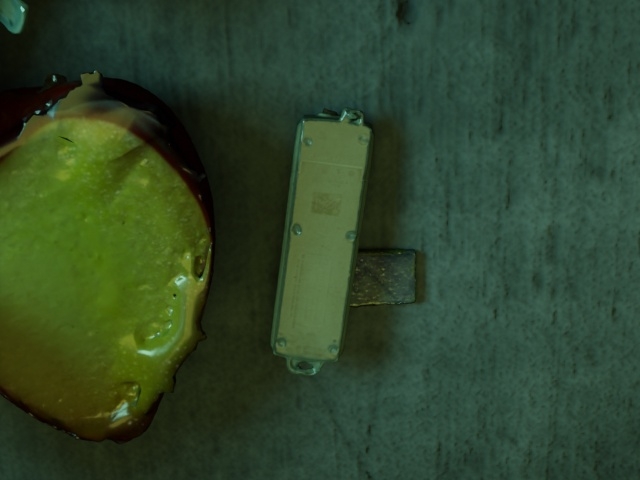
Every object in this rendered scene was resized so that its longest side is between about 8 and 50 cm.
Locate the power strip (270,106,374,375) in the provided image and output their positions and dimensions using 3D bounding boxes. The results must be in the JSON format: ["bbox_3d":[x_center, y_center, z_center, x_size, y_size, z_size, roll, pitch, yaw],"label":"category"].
[{"bbox_3d":[0.001,0.000,0.955,0.078,0.052,0.272,7,103,-1],"label":"power strip"}]

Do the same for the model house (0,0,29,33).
[{"bbox_3d":[-0.368,-0.194,0.793,0.357,0.242,0.313,37,130,20],"label":"model house"}]

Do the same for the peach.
[{"bbox_3d":[-0.227,0.007,0.901,0.257,0.201,0.362,-15,116,-10],"label":"peach"}]

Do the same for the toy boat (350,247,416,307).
[{"bbox_3d":[0.043,0.039,1.001,0.115,0.016,0.063,-2,108,0],"label":"toy boat"}]
